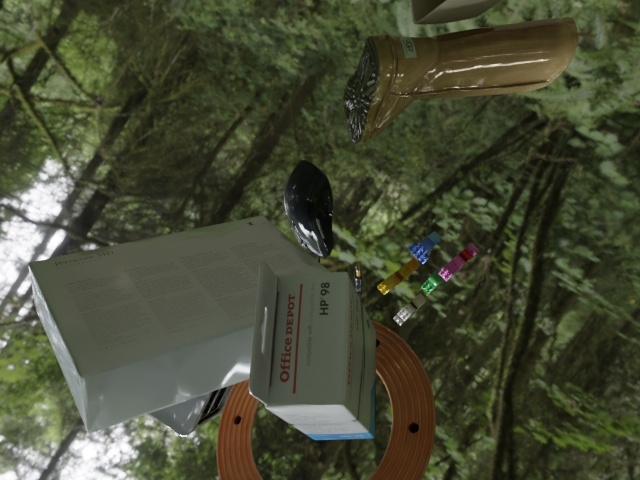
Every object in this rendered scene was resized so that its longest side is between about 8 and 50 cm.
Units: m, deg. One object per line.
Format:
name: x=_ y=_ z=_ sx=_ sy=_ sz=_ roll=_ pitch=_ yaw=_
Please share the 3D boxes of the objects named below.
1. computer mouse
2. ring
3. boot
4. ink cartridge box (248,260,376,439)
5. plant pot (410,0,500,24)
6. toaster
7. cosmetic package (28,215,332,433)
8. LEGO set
computer mouse: x=0.000 y=0.000 z=1.104 sx=0.184 sy=0.060 sz=0.262 roll=38 pitch=144 yaw=35
ring: x=0.002 y=0.263 z=0.896 sx=0.337 sy=0.336 sz=0.032 roll=37 pitch=171 yaw=40
boot: x=0.182 y=-0.216 z=0.888 sx=0.270 sy=0.089 sz=0.236 roll=-9 pitch=169 yaw=-12
ink cartridge box: x=0.003 y=0.094 z=0.507 sx=0.060 sy=0.104 sz=0.180 roll=-4 pitch=154 yaw=13
plant pot: x=0.182 y=-0.338 z=0.798 sx=0.096 sy=0.109 sz=0.109 roll=0 pitch=170 yaw=-31
toaster: x=-0.187 y=0.217 z=1.072 sx=0.110 sy=0.185 sz=0.168 roll=33 pitch=-159 yaw=18
cosmetic package: x=-0.182 y=0.089 z=0.898 sx=0.377 sy=0.097 sz=0.284 roll=-13 pitch=-146 yaw=-30
LEGO set: x=0.161 y=0.068 z=1.101 sx=0.087 sy=0.227 sz=0.093 roll=47 pitch=-130 yaw=13
